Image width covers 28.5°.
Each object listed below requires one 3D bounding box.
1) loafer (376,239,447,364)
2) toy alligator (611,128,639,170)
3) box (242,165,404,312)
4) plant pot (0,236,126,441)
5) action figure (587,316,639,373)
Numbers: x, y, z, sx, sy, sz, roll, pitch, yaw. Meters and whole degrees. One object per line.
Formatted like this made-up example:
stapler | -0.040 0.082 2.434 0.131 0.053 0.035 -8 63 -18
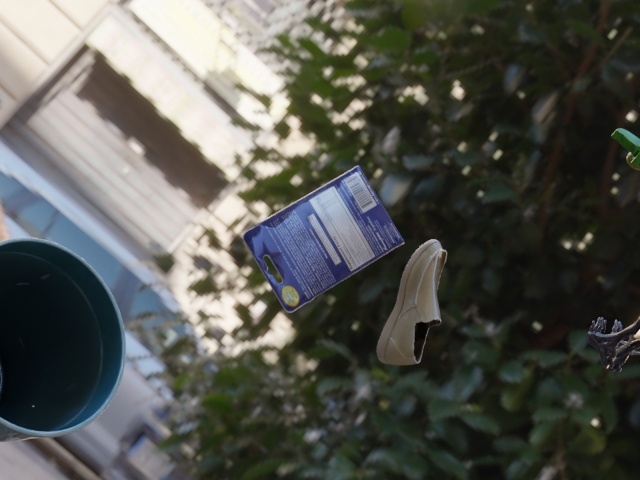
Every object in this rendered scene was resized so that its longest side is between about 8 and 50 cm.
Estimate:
loafer | 0.202 0.131 2.515 0.092 0.268 0.102 21 0 26
toy alligator | 0.469 -0.095 1.659 0.189 0.051 0.056 22 -43 -11
box | 0.000 0.000 1.837 0.136 0.225 0.036 60 -28 -1
plant pot | -0.455 0.163 1.754 0.255 0.271 0.271 -23 -59 42
action figure | 0.554 0.138 1.924 0.275 0.141 0.164 -6 -19 40
